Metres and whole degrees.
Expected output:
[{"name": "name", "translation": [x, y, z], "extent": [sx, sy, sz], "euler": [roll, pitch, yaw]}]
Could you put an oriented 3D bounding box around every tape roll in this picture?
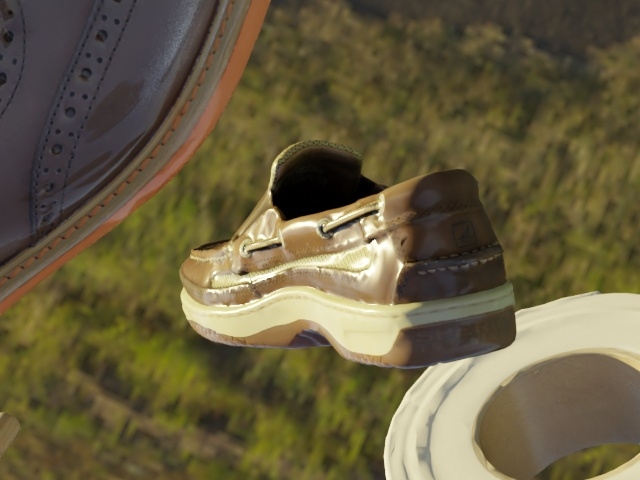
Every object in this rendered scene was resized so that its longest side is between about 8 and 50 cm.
[{"name": "tape roll", "translation": [0.193, 0.161, 1.421], "extent": [0.286, 0.286, 0.100], "euler": [8, 133, 38]}]

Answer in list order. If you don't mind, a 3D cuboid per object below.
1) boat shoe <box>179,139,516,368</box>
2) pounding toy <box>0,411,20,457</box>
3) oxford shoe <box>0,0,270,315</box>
[{"name": "boat shoe", "translation": [0.007, -0.002, 0.928], "extent": [0.095, 0.095, 0.257], "euler": [-13, -172, -30]}, {"name": "pounding toy", "translation": [-0.293, 0.181, 1.077], "extent": [0.236, 0.183, 0.110], "euler": [-1, 113, 13]}, {"name": "oxford shoe", "translation": [-0.131, -0.050, 0.622], "extent": [0.130, 0.364, 0.132], "euler": [38, -171, 35]}]
